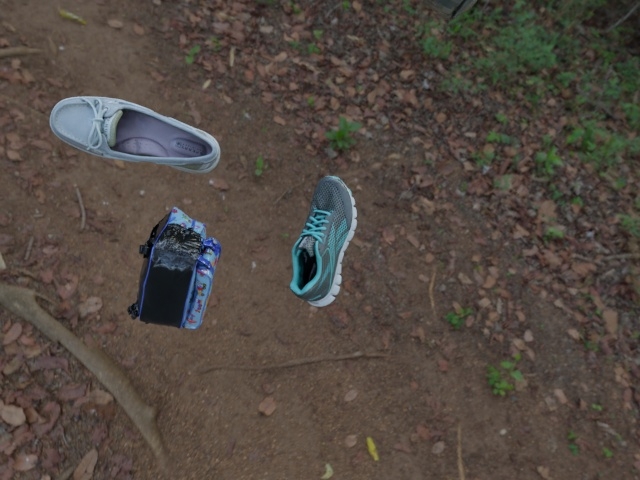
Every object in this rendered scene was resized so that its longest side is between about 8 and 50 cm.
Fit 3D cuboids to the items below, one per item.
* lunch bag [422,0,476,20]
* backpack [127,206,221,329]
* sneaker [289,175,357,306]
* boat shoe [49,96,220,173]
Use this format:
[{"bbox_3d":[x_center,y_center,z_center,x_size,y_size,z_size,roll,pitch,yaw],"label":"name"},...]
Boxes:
[{"bbox_3d":[0.070,-0.345,0.356,0.256,0.305,0.213,29,83,-2],"label":"lunch bag"},{"bbox_3d":[-0.227,0.037,0.875,0.116,0.158,0.173,15,30,-11],"label":"backpack"},{"bbox_3d":[0.000,0.000,0.669,0.065,0.076,0.167,6,88,25],"label":"sneaker"},{"bbox_3d":[-0.349,-0.203,1.025,0.320,0.103,0.118,16,87,-9],"label":"boat shoe"}]
